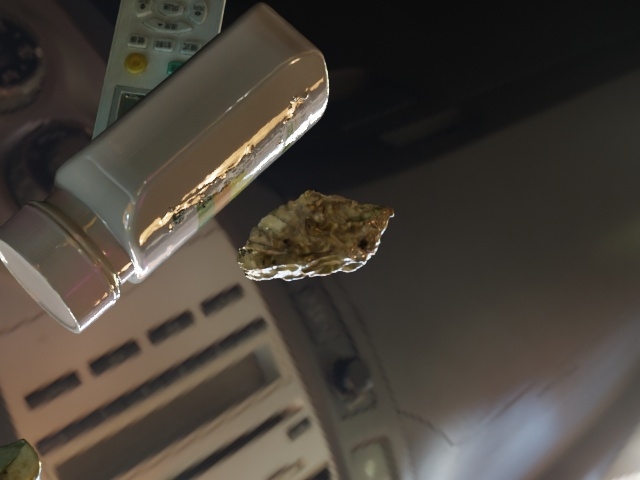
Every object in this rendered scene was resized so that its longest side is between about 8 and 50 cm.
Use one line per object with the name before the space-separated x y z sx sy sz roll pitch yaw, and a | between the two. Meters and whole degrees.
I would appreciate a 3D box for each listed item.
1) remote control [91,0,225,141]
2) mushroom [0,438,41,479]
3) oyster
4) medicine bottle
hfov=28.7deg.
remote control | -0.150 -0.208 1.249 0.051 0.103 0.293 94 4 -68
mushroom | -0.351 0.275 1.235 0.087 0.107 0.333 -56 180 -42
oyster | -0.007 0.007 1.568 0.209 0.072 0.133 3 119 -46
medicine bottle | -0.127 -0.059 1.040 0.296 0.111 0.161 -42 167 -21
